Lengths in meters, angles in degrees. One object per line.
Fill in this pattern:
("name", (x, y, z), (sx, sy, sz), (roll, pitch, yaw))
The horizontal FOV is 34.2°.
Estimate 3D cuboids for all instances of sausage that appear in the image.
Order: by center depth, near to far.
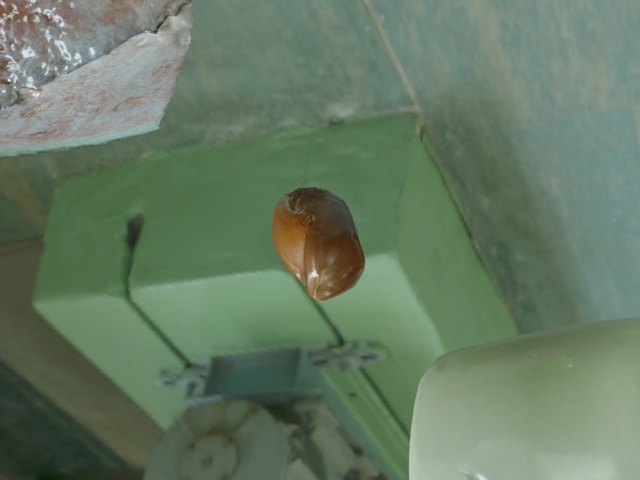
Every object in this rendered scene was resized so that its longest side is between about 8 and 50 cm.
("sausage", (0.000, 0.000, 1.035), (0.089, 0.179, 0.089), (-5, 116, -10))

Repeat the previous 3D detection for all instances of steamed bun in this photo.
("steamed bun", (0.294, 0.333, 1.179), (0.371, 0.290, 0.456), (-14, 100, 28))

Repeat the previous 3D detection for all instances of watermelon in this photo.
("watermelon", (-0.226, -0.216, 1.010), (0.293, 0.250, 0.283), (4, 103, 12))
